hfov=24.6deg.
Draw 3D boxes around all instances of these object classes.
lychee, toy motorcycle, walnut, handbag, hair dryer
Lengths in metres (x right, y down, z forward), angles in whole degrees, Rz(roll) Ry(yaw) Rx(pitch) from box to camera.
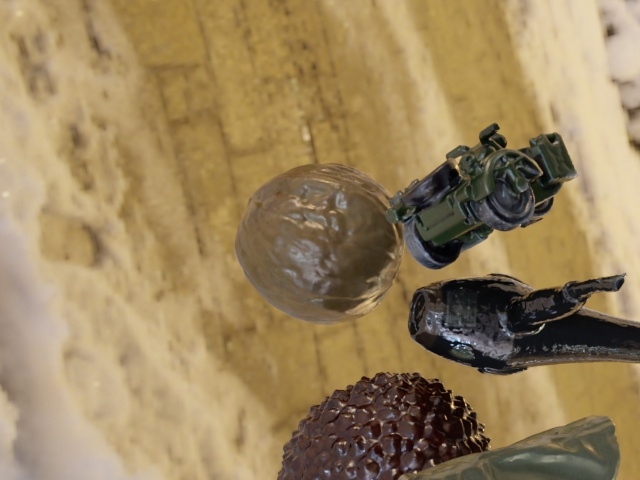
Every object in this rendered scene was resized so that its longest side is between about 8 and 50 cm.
[{"bbox_3d":[0.077,0.287,1.696,0.264,0.300,0.264,21,38,-17],"label":"lychee"},{"bbox_3d":[0.193,-0.064,1.647,0.275,0.205,0.127,-27,85,-39],"label":"toy motorcycle"},{"bbox_3d":[0.000,0.000,1.924,0.228,0.228,0.228,36,49,-57],"label":"walnut"},{"bbox_3d":[0.130,0.298,1.159,0.253,0.109,0.316,-11,116,-43],"label":"handbag"},{"bbox_3d":[0.280,0.083,1.597,0.359,0.303,0.120,141,-43,-72],"label":"hair dryer"}]
